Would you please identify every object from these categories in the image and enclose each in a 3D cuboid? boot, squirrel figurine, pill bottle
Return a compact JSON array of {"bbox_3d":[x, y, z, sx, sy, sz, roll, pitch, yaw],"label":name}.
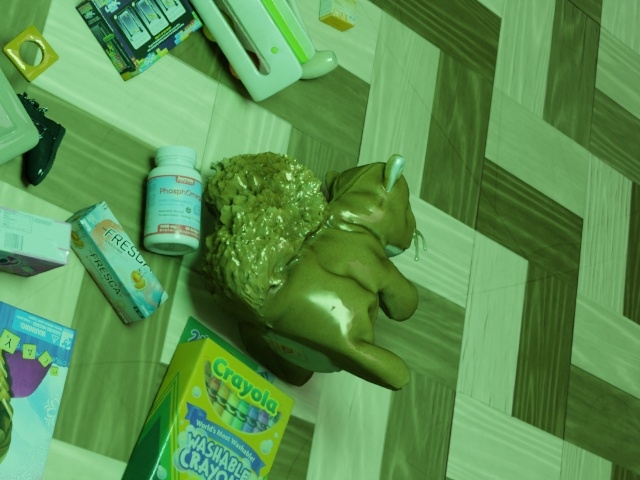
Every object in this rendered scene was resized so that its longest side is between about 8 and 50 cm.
[{"bbox_3d":[-0.432,-0.151,1.942,0.099,0.045,0.121,38,51,-32],"label":"boot"},{"bbox_3d":[0.000,0.000,2.130,0.397,0.281,0.370,38,64,-24],"label":"squirrel figurine"},{"bbox_3d":[-0.230,-0.063,2.080,0.087,0.087,0.160,15,69,-41],"label":"pill bottle"}]

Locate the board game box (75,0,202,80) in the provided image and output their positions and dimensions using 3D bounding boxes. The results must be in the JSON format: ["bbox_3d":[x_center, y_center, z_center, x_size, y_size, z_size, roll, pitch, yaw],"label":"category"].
[{"bbox_3d":[-0.289,-0.358,2.129,0.170,0.048,0.141,-46,109,-40],"label":"board game box"}]

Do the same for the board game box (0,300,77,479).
[{"bbox_3d":[-0.502,0.220,1.763,0.319,0.066,0.318,26,63,-36],"label":"board game box"}]

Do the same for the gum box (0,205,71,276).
[{"bbox_3d":[-0.455,-0.004,1.837,0.188,0.107,0.062,16,68,-40],"label":"gum box"}]

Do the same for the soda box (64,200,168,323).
[{"bbox_3d":[-0.310,0.034,1.996,0.058,0.063,0.183,-47,111,-40],"label":"soda box"}]

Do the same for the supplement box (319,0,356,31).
[{"bbox_3d":[0.034,-0.446,2.465,0.062,0.036,0.098,19,66,-40],"label":"supplement box"}]

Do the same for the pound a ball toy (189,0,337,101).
[{"bbox_3d":[-0.118,-0.375,2.262,0.319,0.136,0.208,57,23,-17],"label":"pound a ball toy"}]

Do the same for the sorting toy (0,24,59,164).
[{"bbox_3d":[-0.513,-0.182,1.856,0.348,0.047,0.196,-34,103,-32],"label":"sorting toy"}]

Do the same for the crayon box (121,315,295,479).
[{"bbox_3d":[-0.165,0.297,2.053,0.203,0.083,0.323,39,55,-30],"label":"crayon box"}]
